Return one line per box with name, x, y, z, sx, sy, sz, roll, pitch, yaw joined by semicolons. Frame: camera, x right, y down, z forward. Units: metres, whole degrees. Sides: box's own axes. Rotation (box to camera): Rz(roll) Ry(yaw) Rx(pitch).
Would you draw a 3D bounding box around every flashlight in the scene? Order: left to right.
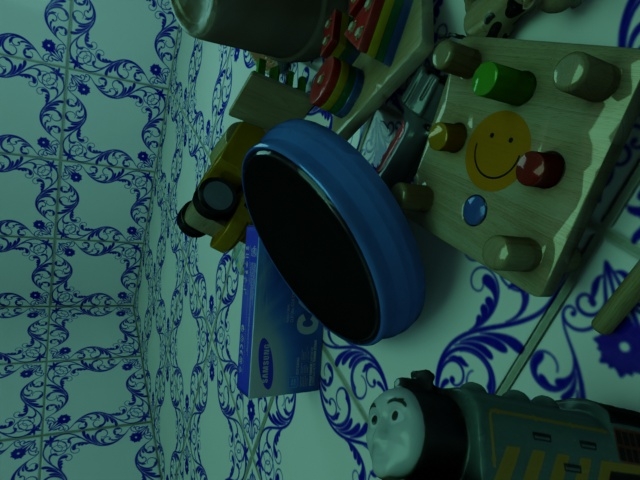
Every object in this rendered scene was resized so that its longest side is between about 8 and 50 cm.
flashlight;0.116;-0.127;0.767;0.303;0.103;0.103;-63;-6;30

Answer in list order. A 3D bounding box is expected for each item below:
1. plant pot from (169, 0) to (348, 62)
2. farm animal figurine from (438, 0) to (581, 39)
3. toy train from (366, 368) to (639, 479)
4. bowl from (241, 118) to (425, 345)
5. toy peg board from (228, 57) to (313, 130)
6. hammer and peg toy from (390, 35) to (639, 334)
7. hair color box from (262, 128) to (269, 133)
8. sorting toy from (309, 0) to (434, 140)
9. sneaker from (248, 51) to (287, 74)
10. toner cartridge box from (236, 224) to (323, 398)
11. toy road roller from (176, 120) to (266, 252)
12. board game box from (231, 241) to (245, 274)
plant pot;-0.148;-0.529;0.987;0.323;0.281;0.322;25;127;39
farm animal figurine;0.228;-0.339;0.476;0.327;0.330;0.172;-15;68;30
toy train;0.178;0.223;0.397;0.142;0.334;0.190;-44;35;53
bowl;0.000;0.000;0.772;0.391;0.077;0.391;44;152;30
toy peg board;-0.115;-0.347;1.142;0.161;0.161;0.079;-35;45;55
hammer and peg toy;0.233;-0.073;0.515;0.361;0.128;0.265;44;124;53
hair color box;-0.177;-0.346;1.348;0.093;0.054;0.167;15;101;59
sorting toy;0.072;-0.340;0.806;0.257;0.090;0.255;-39;38;52
sneaker;-0.155;-0.576;1.293;0.302;0.121;0.108;56;154;18
toner cartridge box;-0.078;0.144;1.003;0.075;0.165;0.347;3;90;61
toy road roller;-0.198;-0.117;1.234;0.203;0.241;0.329;-29;36;54
board game box;-0.222;0.013;1.410;0.103;0.026;0.154;60;136;45
